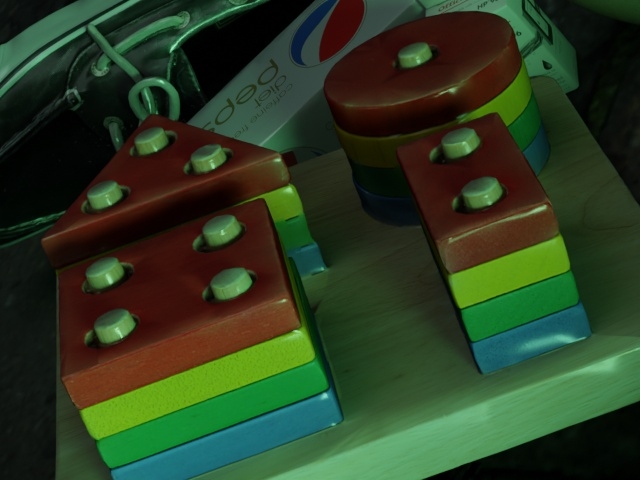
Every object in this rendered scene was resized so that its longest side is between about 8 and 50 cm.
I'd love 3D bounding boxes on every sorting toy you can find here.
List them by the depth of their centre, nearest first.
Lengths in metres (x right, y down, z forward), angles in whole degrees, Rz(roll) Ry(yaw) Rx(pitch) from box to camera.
[{"bbox_3d":[0.000,0.000,0.783,0.257,0.089,0.255,-20,27,2],"label":"sorting toy"}]

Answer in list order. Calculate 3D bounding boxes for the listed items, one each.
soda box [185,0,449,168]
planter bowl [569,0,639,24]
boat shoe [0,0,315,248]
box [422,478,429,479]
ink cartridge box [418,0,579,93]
[{"bbox_3d":[0.002,-0.064,0.965,0.216,0.074,0.069,-43,36,6],"label":"soda box"},{"bbox_3d":[0.172,-0.159,0.831,0.109,0.162,0.162,41,89,27],"label":"planter bowl"},{"bbox_3d":[-0.089,-0.079,1.045,0.306,0.113,0.105,-31,42,-4],"label":"boat shoe"},{"bbox_3d":[0.009,0.197,0.750,0.136,0.036,0.225,15,67,51],"label":"box"},{"bbox_3d":[0.083,-0.099,0.905,0.048,0.083,0.028,-25,42,29],"label":"ink cartridge box"}]
